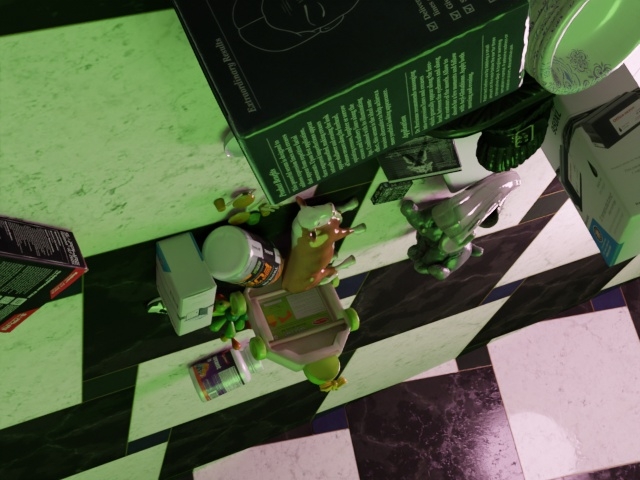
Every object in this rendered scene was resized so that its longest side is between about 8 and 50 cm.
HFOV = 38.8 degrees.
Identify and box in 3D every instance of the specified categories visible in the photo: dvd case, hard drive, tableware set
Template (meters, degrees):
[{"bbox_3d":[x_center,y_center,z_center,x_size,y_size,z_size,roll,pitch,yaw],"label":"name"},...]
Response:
[{"bbox_3d":[0.205,-0.179,1.915,0.164,0.018,0.221,-10,159,12],"label":"dvd case"},{"bbox_3d":[0.350,-0.217,2.022,0.203,0.040,0.307,-29,156,7],"label":"hard drive"},{"bbox_3d":[-0.154,-0.067,1.838,0.104,0.024,0.154,-34,157,26],"label":"tableware set"}]

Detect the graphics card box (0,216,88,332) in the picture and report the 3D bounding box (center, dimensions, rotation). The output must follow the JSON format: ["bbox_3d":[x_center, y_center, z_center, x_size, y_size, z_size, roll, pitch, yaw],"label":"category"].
[{"bbox_3d":[-0.607,0.053,1.522,0.232,0.094,0.371,-35,157,22],"label":"graphics card box"}]

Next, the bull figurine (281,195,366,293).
[{"bbox_3d":[0.000,0.000,2.017,0.188,0.101,0.310,-15,148,-30],"label":"bull figurine"}]

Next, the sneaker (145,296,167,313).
[{"bbox_3d":[-0.347,0.152,2.073,0.109,0.044,0.040,-8,153,-33],"label":"sneaker"}]

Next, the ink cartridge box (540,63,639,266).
[{"bbox_3d":[0.596,-0.185,1.894,0.166,0.395,0.285,-23,157,0],"label":"ink cartridge box"}]

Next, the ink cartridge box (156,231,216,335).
[{"bbox_3d":[-0.283,0.092,1.887,0.082,0.140,0.191,-20,157,-19],"label":"ink cartridge box"}]

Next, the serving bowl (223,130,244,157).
[{"bbox_3d":[-0.135,-0.181,1.602,0.083,0.027,0.083,-22,156,-10],"label":"serving bowl"}]

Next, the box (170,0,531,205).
[{"bbox_3d":[0.034,-0.283,1.219,0.395,0.294,0.212,-25,157,-2],"label":"box"}]

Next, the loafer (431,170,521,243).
[{"bbox_3d":[0.387,-0.082,2.184,0.319,0.111,0.112,-28,180,-40],"label":"loafer"}]

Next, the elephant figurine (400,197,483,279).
[{"bbox_3d":[0.304,-0.028,2.256,0.186,0.169,0.239,-46,153,-33],"label":"elephant figurine"}]

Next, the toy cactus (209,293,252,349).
[{"bbox_3d":[-0.193,0.171,2.225,0.180,0.112,0.219,-35,149,-3],"label":"toy cactus"}]

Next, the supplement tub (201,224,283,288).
[{"bbox_3d":[-0.159,0.039,1.927,0.117,0.117,0.190,-33,159,15],"label":"supplement tub"}]

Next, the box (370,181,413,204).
[{"bbox_3d":[0.163,-0.112,2.074,0.083,0.018,0.067,-14,154,-27],"label":"box"}]

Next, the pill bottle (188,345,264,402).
[{"bbox_3d":[-0.261,0.365,2.537,0.193,0.108,0.108,-24,157,-6],"label":"pill bottle"}]

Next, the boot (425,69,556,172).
[{"bbox_3d":[0.317,-0.226,1.755,0.347,0.131,0.260,-19,156,-14],"label":"boot"}]

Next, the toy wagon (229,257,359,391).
[{"bbox_3d":[-0.045,0.201,2.105,0.267,0.344,0.068,-15,157,-25],"label":"toy wagon"}]

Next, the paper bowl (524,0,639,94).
[{"bbox_3d":[0.446,-0.402,1.551,0.284,0.148,0.284,-27,150,-17],"label":"paper bowl"}]
